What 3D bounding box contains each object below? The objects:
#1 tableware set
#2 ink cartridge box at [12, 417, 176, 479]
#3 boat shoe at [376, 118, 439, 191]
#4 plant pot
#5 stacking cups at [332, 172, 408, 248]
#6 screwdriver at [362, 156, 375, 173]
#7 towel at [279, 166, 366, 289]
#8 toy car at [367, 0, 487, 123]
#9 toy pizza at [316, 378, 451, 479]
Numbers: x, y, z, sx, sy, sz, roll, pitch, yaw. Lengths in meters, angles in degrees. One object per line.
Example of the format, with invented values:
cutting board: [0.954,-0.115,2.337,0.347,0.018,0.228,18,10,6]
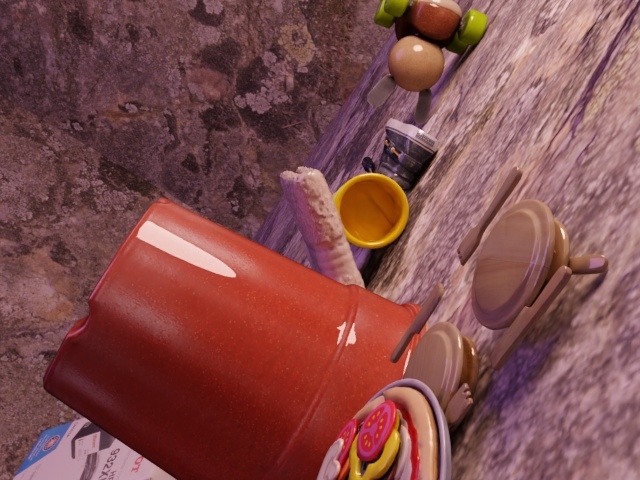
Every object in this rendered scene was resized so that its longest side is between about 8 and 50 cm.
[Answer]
tableware set: [0.110,0.060,0.555,0.128,0.039,0.194,-93,27,-56]
ink cartridge box: [-0.320,0.368,1.276,0.307,0.129,0.223,-21,22,19]
boat shoe: [0.109,-0.121,1.178,0.083,0.065,0.183,-57,8,5]
plant pot: [-0.087,0.112,0.765,0.272,0.265,0.272,-58,7,11]
stacking cups: [0.043,-0.036,1.179,0.096,0.096,0.316,-60,7,-4]
screwdriver: [0.094,-0.127,1.512,0.025,0.024,0.170,-30,17,3]
towel: [0.000,0.000,1.017,0.049,0.187,0.282,-21,6,-3]
toy car: [0.150,-0.285,1.310,0.149,0.155,0.188,-166,94,-82]
toy pizza: [0.021,0.183,0.545,0.201,0.032,0.201,-59,16,28]
